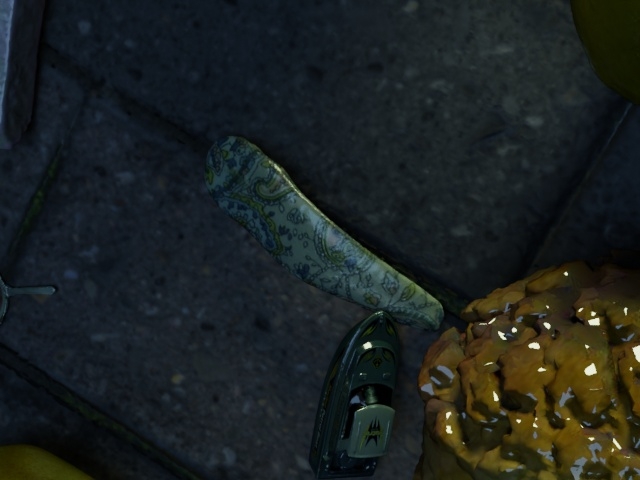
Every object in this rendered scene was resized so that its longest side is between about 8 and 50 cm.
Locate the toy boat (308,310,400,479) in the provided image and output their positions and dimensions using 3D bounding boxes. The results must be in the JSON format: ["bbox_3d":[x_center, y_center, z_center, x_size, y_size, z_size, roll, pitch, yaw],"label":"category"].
[{"bbox_3d":[0.031,0.118,1.038,0.055,0.060,0.141,3,108,-30],"label":"toy boat"}]

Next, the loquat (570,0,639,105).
[{"bbox_3d":[0.261,-0.191,0.831,0.213,0.213,0.246,11,107,14],"label":"loquat"}]

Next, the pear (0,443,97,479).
[{"bbox_3d":[-0.245,0.265,1.087,0.200,0.200,0.200,3,103,16],"label":"pear"}]

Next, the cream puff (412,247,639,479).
[{"bbox_3d":[0.222,0.139,0.842,0.327,0.343,0.231,6,118,-5],"label":"cream puff"}]

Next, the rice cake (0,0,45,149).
[{"bbox_3d":[-0.239,-0.247,1.041,0.072,0.056,0.365,18,106,18],"label":"rice cake"}]

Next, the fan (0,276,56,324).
[{"bbox_3d":[-0.284,0.045,1.144,0.133,0.005,0.085,-4,100,18],"label":"fan"}]

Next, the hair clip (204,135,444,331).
[{"bbox_3d":[-0.001,0.000,1.035,0.229,0.036,0.066,37,116,6],"label":"hair clip"}]
